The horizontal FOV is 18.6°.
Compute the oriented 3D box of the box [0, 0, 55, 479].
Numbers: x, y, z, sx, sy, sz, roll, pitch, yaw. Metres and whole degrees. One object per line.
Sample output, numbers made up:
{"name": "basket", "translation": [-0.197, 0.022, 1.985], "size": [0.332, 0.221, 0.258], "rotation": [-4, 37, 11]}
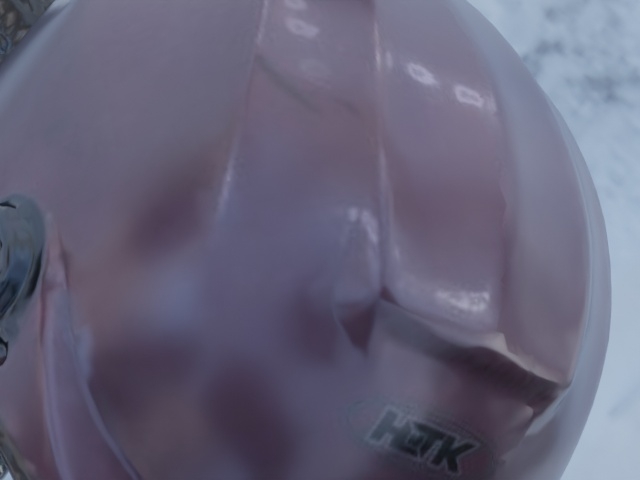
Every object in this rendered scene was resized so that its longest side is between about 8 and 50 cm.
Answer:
{"name": "box", "translation": [-0.268, -0.022, 1.111], "size": [0.350, 0.359, 0.091], "rotation": [-47, 159, 2]}

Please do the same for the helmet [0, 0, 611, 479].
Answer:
{"name": "helmet", "translation": [0.000, 0.000, 0.754], "size": [0.271, 0.338, 0.197], "rotation": [27, 114, -31]}
